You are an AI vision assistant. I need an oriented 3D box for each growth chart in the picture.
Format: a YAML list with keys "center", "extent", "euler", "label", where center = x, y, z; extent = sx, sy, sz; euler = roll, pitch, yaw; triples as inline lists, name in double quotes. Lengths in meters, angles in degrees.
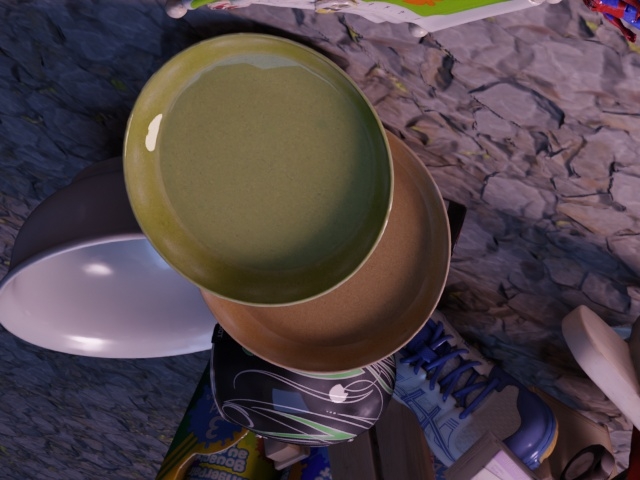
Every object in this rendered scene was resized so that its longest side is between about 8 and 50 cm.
- center: [0.035, -0.170, 1.054]
  extent: [0.237, 0.021, 0.172]
  euler: [0, 176, -32]
  label: "growth chart"

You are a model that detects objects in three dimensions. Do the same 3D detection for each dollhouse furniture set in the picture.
- center: [0.135, 0.304, 1.666]
  extent: [0.355, 0.303, 0.174]
  euler: [-27, 143, 28]
  label: "dollhouse furniture set"

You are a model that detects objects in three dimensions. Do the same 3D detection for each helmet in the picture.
- center: [-0.010, 0.120, 1.470]
  extent: [0.161, 0.169, 0.169]
  euler: [4, 151, 18]
  label: "helmet"

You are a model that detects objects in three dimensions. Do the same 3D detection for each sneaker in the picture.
- center: [0.114, 0.135, 1.527]
  extent: [0.296, 0.112, 0.131]
  euler: [33, 164, 53]
  label: "sneaker"

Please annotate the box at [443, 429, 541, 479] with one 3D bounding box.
- center: [0.247, 0.311, 1.416]
  extent: [0.324, 0.067, 0.063]
  euler: [46, -175, -10]
  label: "box"

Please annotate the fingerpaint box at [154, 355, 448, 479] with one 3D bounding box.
- center: [0.003, 0.351, 1.847]
  extent: [0.444, 0.371, 0.163]
  euler: [7, 151, 34]
  label: "fingerpaint box"

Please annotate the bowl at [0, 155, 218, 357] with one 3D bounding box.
- center: [-0.178, 0.005, 1.530]
  extent: [0.297, 0.134, 0.298]
  euler: [-4, 154, -2]
  label: "bowl"

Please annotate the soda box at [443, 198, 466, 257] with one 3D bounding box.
- center: [0.047, -0.026, 1.420]
  extent: [0.169, 0.053, 0.060]
  euler: [20, 155, 7]
  label: "soda box"

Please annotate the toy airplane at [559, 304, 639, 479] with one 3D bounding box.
- center: [0.395, 0.225, 1.359]
  extent: [0.384, 0.272, 0.386]
  euler: [48, -175, 32]
  label: "toy airplane"

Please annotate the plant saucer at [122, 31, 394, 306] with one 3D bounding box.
- center: [-0.051, -0.062, 1.310]
  extent: [0.241, 0.037, 0.241]
  euler: [5, 109, 14]
  label: "plant saucer"

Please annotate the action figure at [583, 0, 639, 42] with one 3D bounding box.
- center: [0.216, -0.154, 1.041]
  extent: [0.115, 0.030, 0.038]
  euler: [25, 161, 3]
  label: "action figure"

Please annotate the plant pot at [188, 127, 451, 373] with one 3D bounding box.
- center: [0.000, 0.000, 1.360]
  extent: [0.236, 0.236, 0.032]
  euler: [20, -168, 7]
  label: "plant pot"
